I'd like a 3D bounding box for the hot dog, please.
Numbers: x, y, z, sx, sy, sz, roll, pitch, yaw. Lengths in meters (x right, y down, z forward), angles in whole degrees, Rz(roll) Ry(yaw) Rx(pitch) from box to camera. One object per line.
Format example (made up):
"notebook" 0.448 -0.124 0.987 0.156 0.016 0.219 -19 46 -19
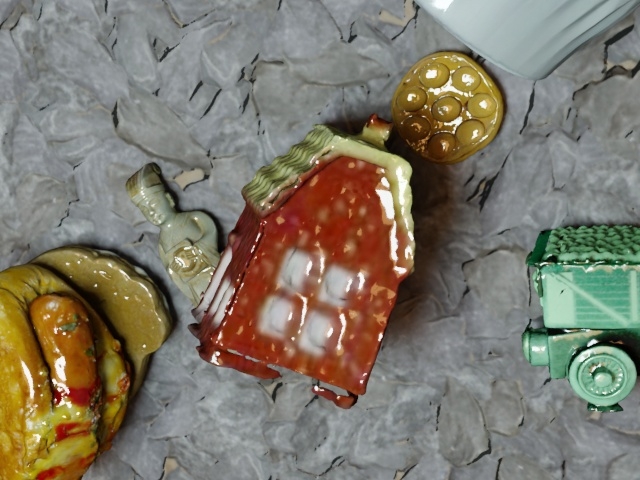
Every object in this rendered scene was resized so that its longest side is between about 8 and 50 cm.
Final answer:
"hot dog" -0.283 0.161 1.285 0.153 0.150 0.256 14 112 22

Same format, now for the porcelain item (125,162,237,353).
"porcelain item" -0.129 0.016 1.295 0.084 0.054 0.213 -35 92 20

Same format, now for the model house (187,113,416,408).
"model house" 0.000 0.000 1.160 0.160 0.196 0.254 24 96 -10

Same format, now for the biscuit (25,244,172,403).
"biscuit" -0.258 0.099 1.355 0.181 0.049 0.208 30 114 6

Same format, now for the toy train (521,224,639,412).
"toy train" 0.317 0.069 1.147 0.269 0.115 0.154 0 110 17

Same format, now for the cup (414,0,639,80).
"cup" 0.228 -0.326 0.997 0.253 0.253 0.371 41 114 3

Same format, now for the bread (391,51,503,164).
"bread" 0.120 -0.125 1.199 0.110 0.024 0.110 4 104 16
